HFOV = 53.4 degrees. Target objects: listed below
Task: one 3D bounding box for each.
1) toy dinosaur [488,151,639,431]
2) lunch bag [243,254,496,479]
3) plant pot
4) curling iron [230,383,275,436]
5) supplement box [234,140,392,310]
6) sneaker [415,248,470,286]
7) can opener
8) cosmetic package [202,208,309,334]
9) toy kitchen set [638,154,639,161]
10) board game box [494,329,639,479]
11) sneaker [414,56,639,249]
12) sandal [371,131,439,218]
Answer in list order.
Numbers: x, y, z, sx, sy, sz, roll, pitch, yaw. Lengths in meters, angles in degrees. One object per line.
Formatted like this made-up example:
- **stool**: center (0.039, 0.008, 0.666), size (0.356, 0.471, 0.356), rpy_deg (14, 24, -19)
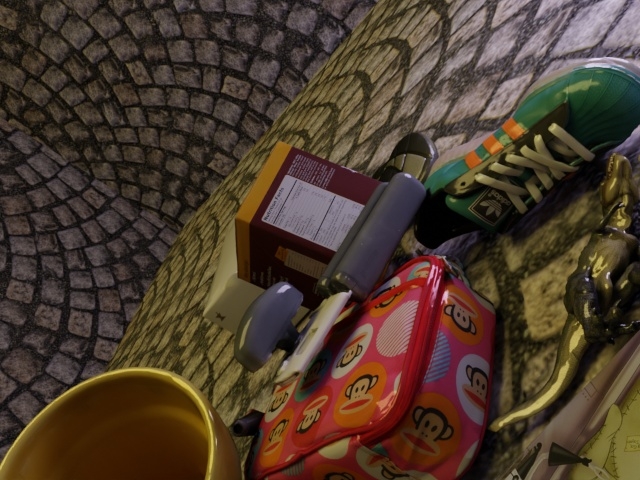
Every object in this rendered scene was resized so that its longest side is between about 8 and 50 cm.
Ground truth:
- **toy dinosaur**: center (0.226, 0.043, 0.509), size (0.268, 0.064, 0.118), rpy_deg (-60, 3, -13)
- **lunch bag**: center (0.055, 0.149, 0.688), size (0.293, 0.120, 0.258), rpy_deg (-40, 18, 43)
- **plant pot**: center (-0.194, 0.311, 0.717), size (0.254, 0.239, 0.253), rpy_deg (-9, 46, 9)
- **curling iron**: center (-0.078, 0.222, 0.825), size (0.274, 0.035, 0.068), rpy_deg (38, -118, -79)
- **supplement box**: center (0.000, 0.000, 0.861), size (0.191, 0.194, 0.129), rpy_deg (102, -167, -63)
- **sneaker**: center (0.137, 0.029, 0.755), size (0.038, 0.069, 0.098), rpy_deg (-51, 18, 12)
- **can opener**: center (0.012, 0.027, 0.689), size (0.283, 0.095, 0.076), rpy_deg (-57, 13, -25)
- **cosmetic package**: center (-0.096, 0.021, 1.248), size (0.197, 0.155, 0.365), rpy_deg (-49, 19, 22)
- **toy kitchen set**: center (0.297, -0.073, 0.531), size (0.075, 0.084, 0.068), rpy_deg (-101, 6, -67)
- **board game box**: center (0.231, 0.129, 0.360), size (0.346, 0.056, 0.208), rpy_deg (-51, 22, 11)
- **sneaker**: center (0.210, -0.070, 0.679), size (0.302, 0.108, 0.121), rpy_deg (-37, 21, 56)
- **sandal**: center (0.129, -0.079, 0.974), size (0.120, 0.086, 0.303), rpy_deg (-64, 4, -9)
